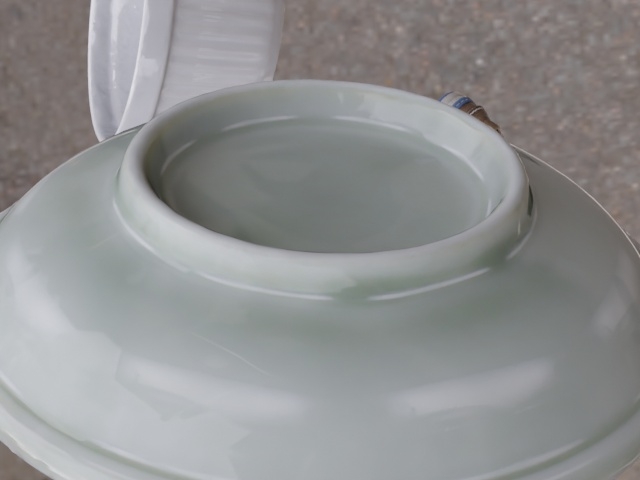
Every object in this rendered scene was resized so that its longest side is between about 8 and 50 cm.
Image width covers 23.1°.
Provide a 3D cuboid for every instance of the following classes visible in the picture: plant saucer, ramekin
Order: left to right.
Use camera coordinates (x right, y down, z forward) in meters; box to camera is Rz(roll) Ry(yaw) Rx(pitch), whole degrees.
[{"bbox_3d":[-0.102,-0.169,1.178,0.207,0.109,0.207,-177,90,-70],"label":"ramekin"},{"bbox_3d":[0.000,0.000,0.838,0.400,0.400,0.100,34,132,43],"label":"plant saucer"}]

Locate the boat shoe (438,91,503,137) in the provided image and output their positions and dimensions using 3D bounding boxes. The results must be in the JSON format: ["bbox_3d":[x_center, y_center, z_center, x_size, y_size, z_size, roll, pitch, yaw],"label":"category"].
[{"bbox_3d":[0.138,-0.049,1.385,0.066,0.066,0.183,33,160,33],"label":"boat shoe"}]
